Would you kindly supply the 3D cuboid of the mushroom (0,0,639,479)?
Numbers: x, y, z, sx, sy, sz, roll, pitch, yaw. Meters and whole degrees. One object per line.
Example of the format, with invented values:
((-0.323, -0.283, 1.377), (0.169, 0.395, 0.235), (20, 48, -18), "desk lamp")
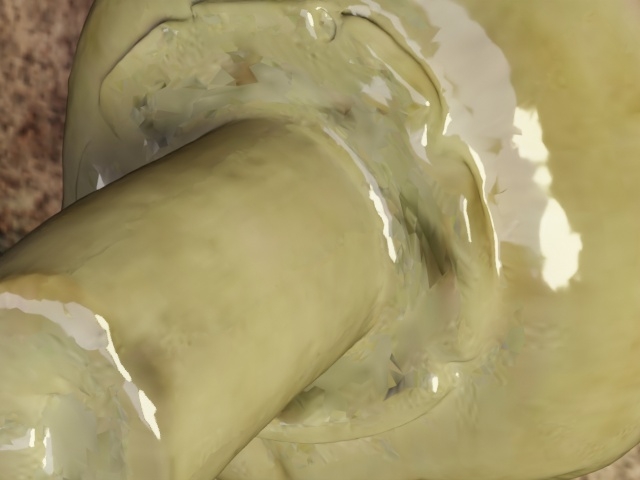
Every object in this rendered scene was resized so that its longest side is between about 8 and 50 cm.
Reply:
((0.000, 0.000, 0.624), (0.314, 0.336, 0.314), (13, 120, 23), "mushroom")
